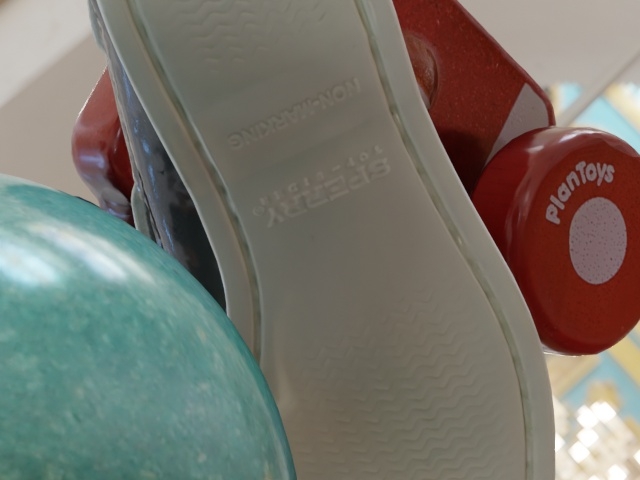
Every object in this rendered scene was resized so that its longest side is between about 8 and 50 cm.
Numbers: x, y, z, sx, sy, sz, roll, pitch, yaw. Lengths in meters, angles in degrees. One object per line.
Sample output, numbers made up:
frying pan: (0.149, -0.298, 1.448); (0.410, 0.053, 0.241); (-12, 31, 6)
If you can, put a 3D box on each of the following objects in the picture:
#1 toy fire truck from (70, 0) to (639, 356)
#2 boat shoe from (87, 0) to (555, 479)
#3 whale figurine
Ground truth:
toy fire truck: (-0.013, 0.010, 0.799); (0.254, 0.169, 0.302); (40, -110, -34)
boat shoe: (0.000, 0.000, 0.612); (0.114, 0.091, 0.302); (-15, -72, -6)
whale figurine: (-0.123, 0.046, 0.468); (0.216, 0.272, 0.141); (23, -97, -45)
